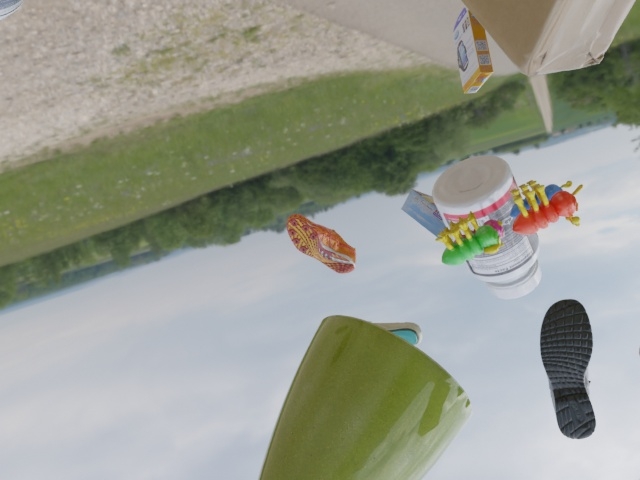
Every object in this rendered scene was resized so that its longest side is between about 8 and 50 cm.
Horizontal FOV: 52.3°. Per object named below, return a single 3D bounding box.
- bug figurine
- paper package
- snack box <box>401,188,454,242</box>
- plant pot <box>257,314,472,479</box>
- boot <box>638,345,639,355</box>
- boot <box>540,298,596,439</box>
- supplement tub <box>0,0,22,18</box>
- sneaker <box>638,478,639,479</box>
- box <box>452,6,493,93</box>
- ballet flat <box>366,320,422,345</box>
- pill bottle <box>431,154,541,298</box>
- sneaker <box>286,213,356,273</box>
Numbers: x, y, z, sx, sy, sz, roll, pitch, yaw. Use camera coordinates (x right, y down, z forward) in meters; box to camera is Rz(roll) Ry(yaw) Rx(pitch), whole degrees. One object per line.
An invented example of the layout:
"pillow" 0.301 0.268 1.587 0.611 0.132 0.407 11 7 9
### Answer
"bug figurine" 0.283 -0.029 0.975 0.216 0.072 0.279 -27 180 18
"paper package" 0.331 -0.468 0.959 0.168 0.324 0.309 -18 151 -18
"snack box" 0.342 -0.049 1.707 0.207 0.070 0.174 16 -161 -39
"plant pot" 0.034 0.310 0.969 0.293 0.275 0.275 -53 -158 -25
"boot" 0.742 0.232 1.131 0.236 0.089 0.269 -6 -158 -9
"boot" 0.427 0.212 1.154 0.084 0.246 0.161 -5 -174 13
"supplement tub" -0.670 -0.551 1.289 0.191 0.191 0.272 -20 -170 -31
"sneaker" 0.539 0.285 0.754 0.210 0.365 0.137 13 -145 -12
"box" 0.266 -0.339 1.150 0.028 0.136 0.081 -4 168 -10
"ballet flat" 0.157 0.254 1.774 0.249 0.086 0.086 -3 -170 20
"pill bottle" 0.387 -0.019 1.468 0.177 0.318 0.176 -23 -147 16
"sneaker" 0.000 0.000 1.261 0.064 0.175 0.067 -30 -143 30
